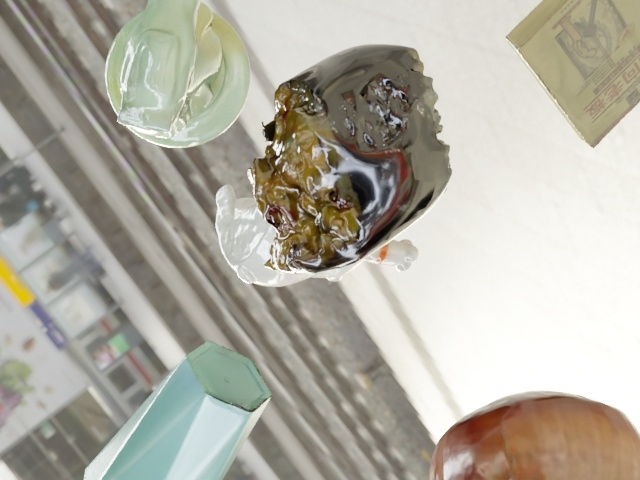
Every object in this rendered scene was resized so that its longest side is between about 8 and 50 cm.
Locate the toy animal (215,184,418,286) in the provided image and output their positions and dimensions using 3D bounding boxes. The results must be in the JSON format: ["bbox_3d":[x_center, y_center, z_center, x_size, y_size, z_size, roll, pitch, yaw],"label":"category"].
[{"bbox_3d":[-0.007,-0.014,1.455,0.141,0.282,0.138,-16,80,42],"label":"toy animal"}]

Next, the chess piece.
[{"bbox_3d":[-0.162,-0.192,1.217,0.175,0.176,0.298,53,179,-3],"label":"chess piece"}]

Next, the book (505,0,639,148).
[{"bbox_3d":[0.318,-0.217,1.286,0.231,0.161,0.026,37,-169,-48],"label":"book"}]

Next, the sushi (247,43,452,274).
[{"bbox_3d":[0.021,-0.077,1.159,0.200,0.204,0.213,115,136,-76],"label":"sushi"}]

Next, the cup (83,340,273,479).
[{"bbox_3d":[-0.163,0.234,1.279,0.134,0.235,0.148,24,-152,-21],"label":"cup"}]

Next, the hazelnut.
[{"bbox_3d":[0.201,0.233,1.025,0.214,0.214,0.176,42,157,42],"label":"hazelnut"}]
